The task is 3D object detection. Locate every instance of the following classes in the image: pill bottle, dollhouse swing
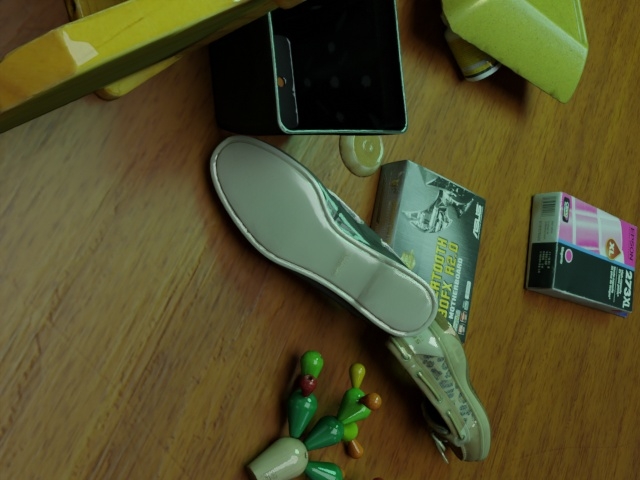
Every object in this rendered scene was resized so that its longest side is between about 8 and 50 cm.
[{"bbox_3d":[0.236,-0.317,1.086,0.065,0.065,0.116,-49,117,-30],"label":"pill bottle"},{"bbox_3d":[-0.184,-0.258,0.553,0.305,0.347,0.315,-19,100,-38],"label":"dollhouse swing"}]

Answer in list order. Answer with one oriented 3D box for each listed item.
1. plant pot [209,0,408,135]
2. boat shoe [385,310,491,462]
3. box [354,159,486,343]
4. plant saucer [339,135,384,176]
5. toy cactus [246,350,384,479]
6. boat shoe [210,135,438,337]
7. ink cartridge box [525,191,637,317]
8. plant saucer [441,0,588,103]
[{"bbox_3d":[-0.029,-0.204,0.795,0.188,0.167,0.187,-7,93,-39],"label":"plant pot"},{"bbox_3d":[0.163,0.216,0.962,0.089,0.104,0.285,-29,119,-11],"label":"boat shoe"},{"bbox_3d":[0.151,0.021,1.002,0.183,0.056,0.230,22,74,-37],"label":"box"},{"bbox_3d":[0.063,-0.131,0.964,0.083,0.015,0.083,3,86,-40],"label":"plant saucer"},{"bbox_3d":[-0.001,0.254,0.846,0.181,0.112,0.218,-25,112,-28],"label":"toy cactus"},{"bbox_3d":[0.000,0.000,0.848,0.335,0.095,0.112,40,91,-8],"label":"boat shoe"},{"bbox_3d":[0.525,0.037,1.310,0.371,0.069,0.175,16,77,-40],"label":"ink cartridge box"},{"bbox_3d":[0.321,-0.429,1.103,0.333,0.081,0.332,17,63,-38],"label":"plant saucer"}]
